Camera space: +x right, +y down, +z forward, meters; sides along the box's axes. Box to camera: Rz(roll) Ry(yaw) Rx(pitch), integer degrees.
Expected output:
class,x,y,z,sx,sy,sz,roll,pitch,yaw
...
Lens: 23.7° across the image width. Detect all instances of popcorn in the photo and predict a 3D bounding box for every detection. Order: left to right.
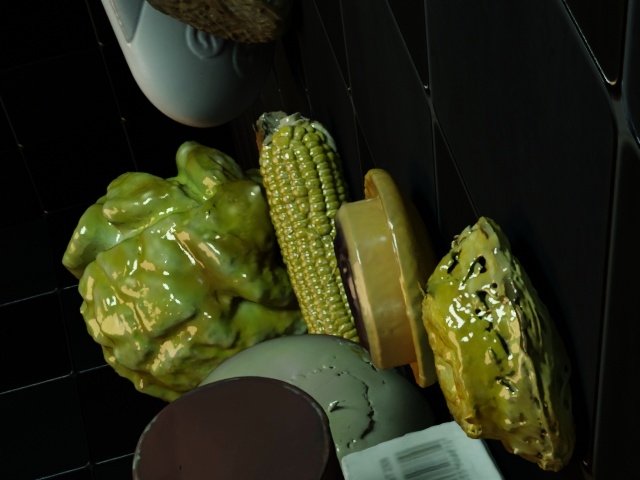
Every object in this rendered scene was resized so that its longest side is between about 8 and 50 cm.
class,x,y,z,sx,sy,sz,roll,pitch,yaw
popcorn,-0.101,0.041,1.523,0.282,0.247,0.282,40,-167,-11

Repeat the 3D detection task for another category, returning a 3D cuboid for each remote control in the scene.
class,x,y,z,sx,sy,sz,roll,pitch,yaw
remote control,-0.143,-0.275,1.562,0.221,0.103,0.332,-48,-56,-44

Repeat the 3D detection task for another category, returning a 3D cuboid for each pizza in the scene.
class,x,y,z,sx,sy,sz,roll,pitch,yaw
pizza,-0.036,-0.063,1.792,0.161,0.062,0.182,-64,-36,-86

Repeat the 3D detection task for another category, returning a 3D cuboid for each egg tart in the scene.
class,x,y,z,sx,sy,sz,roll,pitch,yaw
egg tart,0.079,0.049,0.714,0.130,0.052,0.130,163,90,-88

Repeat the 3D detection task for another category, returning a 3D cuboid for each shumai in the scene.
class,x,y,z,sx,sy,sz,roll,pitch,yaw
shumai,-0.097,-0.276,1.414,0.209,0.161,0.153,31,-116,-61

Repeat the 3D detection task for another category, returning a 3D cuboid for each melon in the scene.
class,x,y,z,sx,sy,sz,roll,pitch,yaw
melon,-0.008,0.192,1.181,0.317,0.223,0.223,82,172,-65

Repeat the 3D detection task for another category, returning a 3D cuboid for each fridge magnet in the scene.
class,x,y,z,sx,sy,sz,roll,pitch,yaw
fridge magnet,0.046,0.025,0.972,0.143,0.063,0.143,166,90,-89

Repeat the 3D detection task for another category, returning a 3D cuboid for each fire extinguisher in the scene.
class,x,y,z,sx,sy,sz,roll,pitch,yaw
fire extinguisher,-0.024,0.243,0.927,0.135,0.114,0.337,-62,-30,-41

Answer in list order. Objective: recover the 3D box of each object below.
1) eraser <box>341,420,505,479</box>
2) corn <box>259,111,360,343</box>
class,x,y,z,sx,sy,sz,roll,pitch,yaw
eraser,0.098,0.240,0.808,0.404,0.098,0.096,-113,8,-65
corn,0.000,0.000,1.378,0.080,0.080,0.238,111,145,-83
